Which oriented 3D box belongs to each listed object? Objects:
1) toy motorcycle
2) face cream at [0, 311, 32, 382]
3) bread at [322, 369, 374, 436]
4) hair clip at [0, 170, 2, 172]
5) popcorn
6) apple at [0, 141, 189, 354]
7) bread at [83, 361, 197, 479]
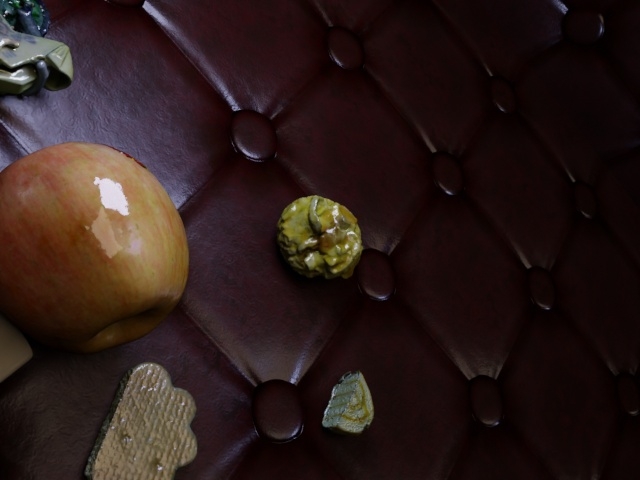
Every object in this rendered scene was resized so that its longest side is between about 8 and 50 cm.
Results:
[{"bbox_3d":[-0.669,-0.338,1.537,0.237,0.168,0.410,42,58,-8],"label":"toy motorcycle"},{"bbox_3d":[-0.696,0.243,1.335,0.173,0.081,0.348,54,50,-7],"label":"face cream"},{"bbox_3d":[0.083,0.406,1.843,0.110,0.103,0.156,35,61,-15],"label":"bread"},{"bbox_3d":[-0.649,-0.068,1.521,0.220,0.054,0.140,44,46,-19],"label":"hair clip"},{"bbox_3d":[0.004,-0.005,1.874,0.235,0.217,0.181,46,55,1],"label":"popcorn"},{"bbox_3d":[-0.434,0.025,1.421,0.391,0.391,0.346,-23,67,-40],"label":"apple"},{"bbox_3d":[-0.347,0.402,1.550,0.207,0.056,0.287,34,55,-18],"label":"bread"}]
